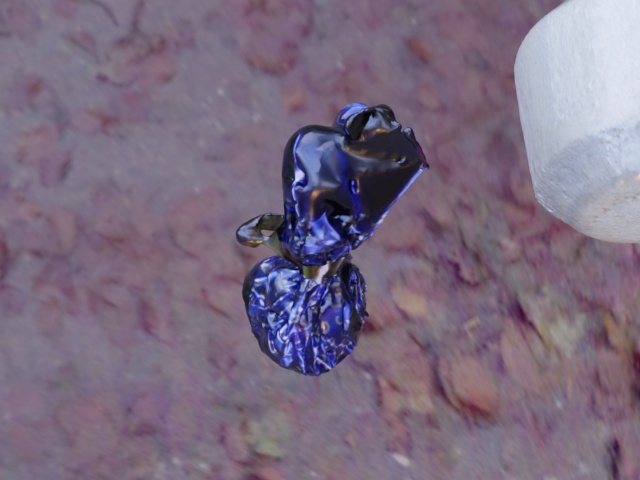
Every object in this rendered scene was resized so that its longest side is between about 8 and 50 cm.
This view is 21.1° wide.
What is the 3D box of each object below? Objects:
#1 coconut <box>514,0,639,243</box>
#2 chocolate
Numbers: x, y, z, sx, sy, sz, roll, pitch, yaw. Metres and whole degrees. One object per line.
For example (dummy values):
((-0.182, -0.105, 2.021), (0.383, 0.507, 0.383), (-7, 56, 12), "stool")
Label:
((0.305, -0.137, 1.620), (0.237, 0.237, 0.266), (-13, 63, 9), "coconut")
((0.001, -0.005, 1.503), (0.148, 0.343, 0.126), (9, 59, -5), "chocolate")
